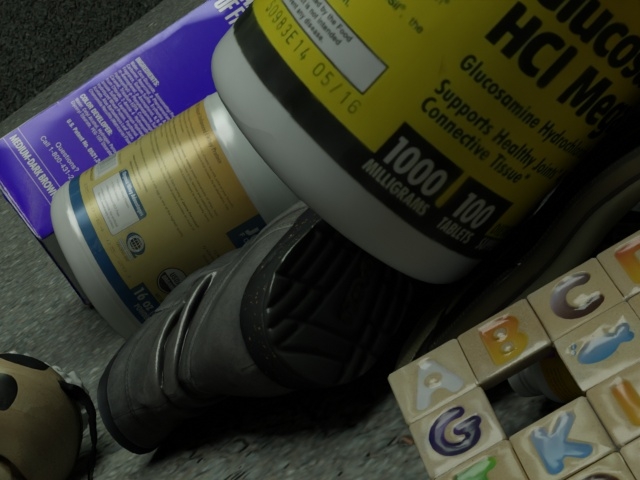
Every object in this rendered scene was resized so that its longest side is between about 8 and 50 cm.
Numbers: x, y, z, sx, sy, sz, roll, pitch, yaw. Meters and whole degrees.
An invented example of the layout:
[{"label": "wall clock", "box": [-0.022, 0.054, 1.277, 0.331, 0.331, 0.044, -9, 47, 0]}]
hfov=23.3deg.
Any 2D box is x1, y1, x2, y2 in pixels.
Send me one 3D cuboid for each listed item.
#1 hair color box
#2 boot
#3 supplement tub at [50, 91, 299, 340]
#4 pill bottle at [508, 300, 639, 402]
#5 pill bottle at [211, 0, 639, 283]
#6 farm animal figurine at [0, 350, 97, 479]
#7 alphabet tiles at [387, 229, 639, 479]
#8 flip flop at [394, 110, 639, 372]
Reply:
[{"label": "hair color box", "box": [-0.110, -0.100, 1.358, 0.339, 0.110, 0.185, -37, -18, -8]}, {"label": "boot", "box": [0.000, 0.000, 1.039, 0.338, 0.118, 0.222, -39, 9, -40]}, {"label": "supplement tub", "box": [-0.088, -0.024, 1.182, 0.199, 0.144, 0.144, -31, 18, 7]}, {"label": "pill bottle", "box": [0.132, 0.056, 0.759, 0.083, 0.043, 0.043, -17, 23, 40]}, {"label": "pill bottle", "box": [0.114, -0.152, 0.802, 0.334, 0.188, 0.188, -47, 14, 16]}, {"label": "farm animal figurine", "box": [-0.287, 0.103, 0.913, 0.326, 0.172, 0.330, 9, 11, -14]}, {"label": "alphabet tiles", "box": [0.156, 0.060, 0.674, 0.237, 0.009, 0.198, -31, 34, 5]}, {"label": "flip flop", "box": [0.153, 0.005, 0.816, 0.277, 0.080, 0.112, -44, 3, 17]}]
